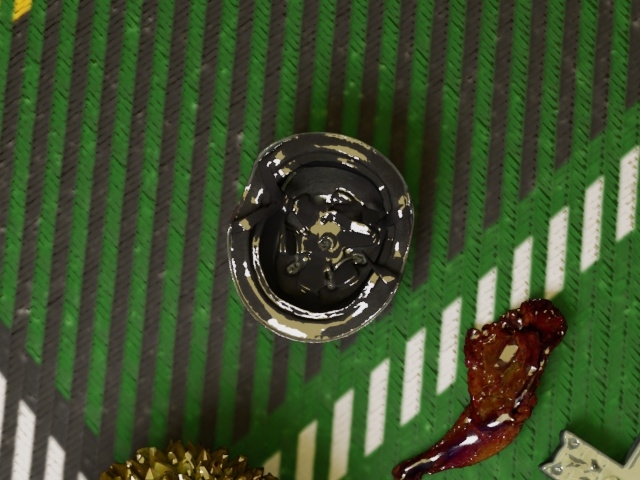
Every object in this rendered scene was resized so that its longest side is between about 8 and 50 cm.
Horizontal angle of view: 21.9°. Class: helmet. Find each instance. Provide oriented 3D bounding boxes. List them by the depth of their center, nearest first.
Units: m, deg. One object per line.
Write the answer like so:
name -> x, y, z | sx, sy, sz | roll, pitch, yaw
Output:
helmet -> 0.004, -0.009, 1.428 | 0.153, 0.107, 0.177 | 20, 103, 3

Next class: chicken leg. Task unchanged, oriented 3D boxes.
chicken leg -> 0.142, 0.138, 1.427 | 0.093, 0.053, 0.205 | 26, 77, 29

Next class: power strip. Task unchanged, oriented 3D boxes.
power strip -> 0.257, 0.217, 1.403 | 0.145, 0.061, 0.215 | 32, 85, 6

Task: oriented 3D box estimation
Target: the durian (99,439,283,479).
durian -> -0.099, 0.302, 1.334 | 0.258, 0.258, 0.293 | -14, 97, 2
